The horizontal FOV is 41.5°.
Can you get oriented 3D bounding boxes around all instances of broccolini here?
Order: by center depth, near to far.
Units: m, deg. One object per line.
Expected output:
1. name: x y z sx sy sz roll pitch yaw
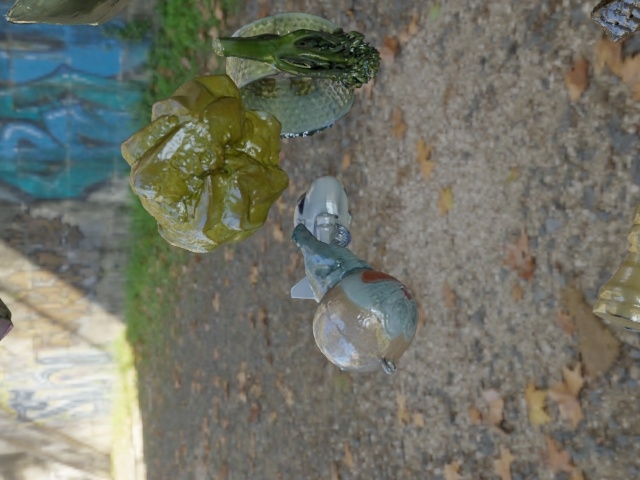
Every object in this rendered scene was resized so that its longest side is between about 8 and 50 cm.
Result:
1. broccolini: -0.017 -0.203 0.894 0.068 0.202 0.091 -48 60 32

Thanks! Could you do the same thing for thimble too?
1. thimble: -0.068 -0.338 1.757 0.271 0.271 0.150 127 141 -64

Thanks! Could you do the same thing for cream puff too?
1. cream puff: -0.215 -0.124 1.573 0.274 0.323 0.270 46 -169 14

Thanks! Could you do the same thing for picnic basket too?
1. picnic basket: 0.409 -0.293 0.958 0.193 0.110 0.055 -23 104 41

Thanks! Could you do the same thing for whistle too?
1. whistle: 0.054 0.085 1.450 0.348 0.189 0.189 59 148 35

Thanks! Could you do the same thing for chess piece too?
1. chess piece: 0.318 0.026 0.828 0.122 0.066 0.066 -68 16 -7

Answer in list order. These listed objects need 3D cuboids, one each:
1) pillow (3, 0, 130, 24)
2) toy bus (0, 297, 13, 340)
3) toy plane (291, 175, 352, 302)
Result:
1. pillow: -0.314 -0.371 1.183 0.185 0.075 0.302 -43 6 15
2. toy bus: -0.371 0.028 0.637 0.171 0.162 0.386 47 168 6
3. toy plane: 0.006 0.000 1.703 0.267 0.122 0.267 3 -90 -88
